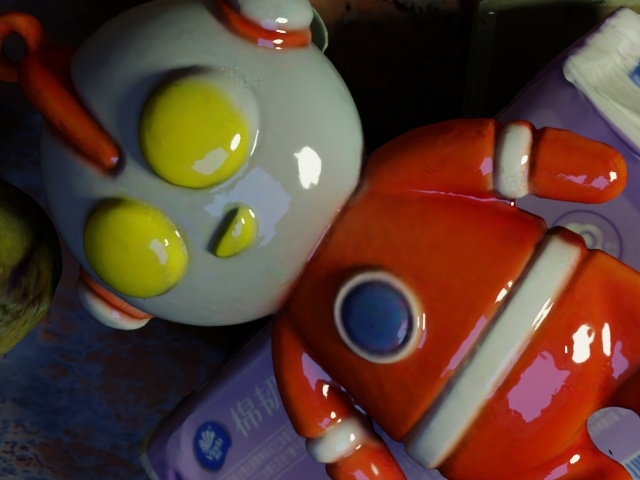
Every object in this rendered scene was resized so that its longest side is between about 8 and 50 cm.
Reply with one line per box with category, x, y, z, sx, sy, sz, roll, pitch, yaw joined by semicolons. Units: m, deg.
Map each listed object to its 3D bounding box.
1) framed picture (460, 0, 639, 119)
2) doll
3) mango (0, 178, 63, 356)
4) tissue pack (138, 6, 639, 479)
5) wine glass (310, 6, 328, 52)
framed picture;0.209;-0.057;0.843;0.281;0.019;0.209;-3;133;-9
doll;0.000;0.000;0.644;0.336;0.105;0.199;34;116;5
mango;-0.271;0.046;0.732;0.329;0.176;0.175;-30;124;7
tissue pack;0.104;0.082;0.791;0.242;0.160;0.338;48;123;0
wine glass;-0.067;-0.057;0.751;0.073;0.073;0.155;19;130;-27
